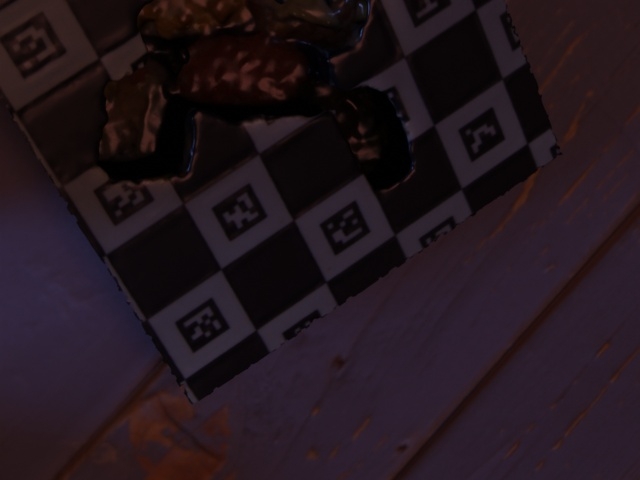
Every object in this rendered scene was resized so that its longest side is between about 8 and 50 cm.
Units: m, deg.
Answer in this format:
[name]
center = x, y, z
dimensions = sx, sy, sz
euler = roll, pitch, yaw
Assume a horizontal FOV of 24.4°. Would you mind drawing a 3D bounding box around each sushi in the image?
[sushi]
center = -0.033, -0.113, 1.028
dimensions = 0.343, 0.064, 0.359
euler = -34, 125, -10
